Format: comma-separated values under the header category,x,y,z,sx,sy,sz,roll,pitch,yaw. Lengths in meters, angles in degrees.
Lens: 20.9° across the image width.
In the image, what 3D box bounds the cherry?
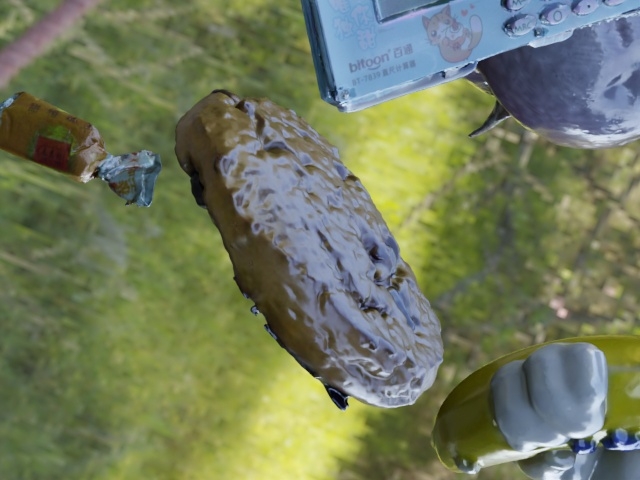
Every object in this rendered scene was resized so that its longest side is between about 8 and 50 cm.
category,x,y,z,sx,sy,sz,roll,pitch,yaw
cherry,0.182,-0.165,1.204,0.213,0.184,0.266,46,-65,52

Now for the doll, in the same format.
category,x,y,z,sx,sy,sz,roll,pitch,yaw
doll,0.204,0.135,1.191,0.252,0.237,0.111,128,-36,-56

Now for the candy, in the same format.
category,x,y,z,sx,sy,sz,roll,pitch,yaw
candy,-0.199,-0.074,1.322,0.053,0.182,0.046,-68,167,3

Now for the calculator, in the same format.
category,x,y,z,sx,sy,sz,roll,pitch,yaw
calculator,0.077,-0.094,0.630,0.018,0.172,0.057,-134,-152,-64

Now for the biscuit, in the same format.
category,x,y,z,sx,sy,sz,roll,pitch,yaw
biscuit,0.002,-0.001,1.365,0.075,0.296,0.296,-34,-179,18
